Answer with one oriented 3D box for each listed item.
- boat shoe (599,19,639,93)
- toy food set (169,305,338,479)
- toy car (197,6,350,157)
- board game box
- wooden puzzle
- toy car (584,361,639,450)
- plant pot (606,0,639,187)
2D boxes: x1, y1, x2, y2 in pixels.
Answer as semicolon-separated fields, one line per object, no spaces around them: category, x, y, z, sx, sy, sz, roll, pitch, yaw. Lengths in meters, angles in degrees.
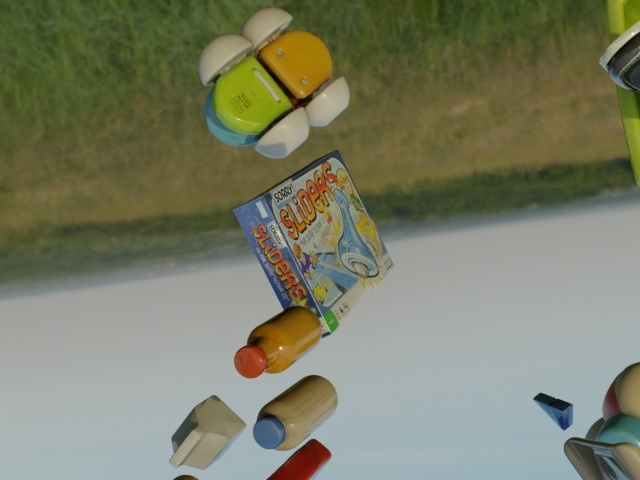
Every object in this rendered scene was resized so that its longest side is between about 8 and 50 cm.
boat shoe;0.329;-0.147;0.943;0.233;0.079;0.084;5;138;-47
toy food set;-0.066;0.171;0.844;0.232;0.111;0.104;-52;169;21
toy car;-0.070;-0.180;1.306;0.182;0.159;0.136;-42;-176;-36
board game box;0.000;0.000;1.007;0.035;0.136;0.201;-24;-173;25
wooden puzzle;0.145;0.118;0.483;0.014;0.116;0.078;-35;-177;-12
toy car;0.462;0.299;1.506;0.219;0.210;0.238;-45;169;-41
plant pot;0.448;-0.160;1.095;0.228;0.227;0.207;-16;159;34
